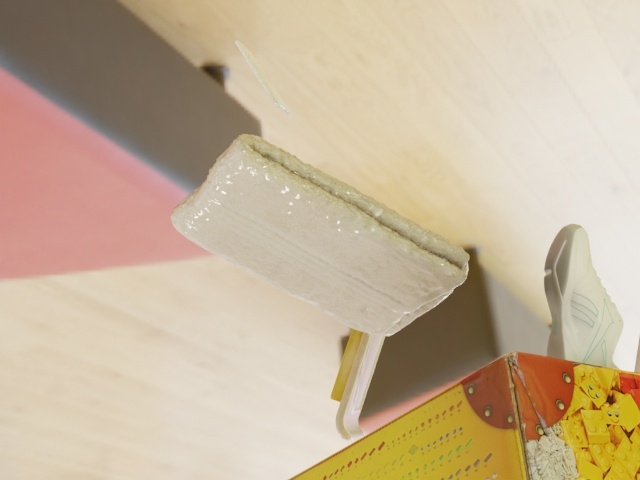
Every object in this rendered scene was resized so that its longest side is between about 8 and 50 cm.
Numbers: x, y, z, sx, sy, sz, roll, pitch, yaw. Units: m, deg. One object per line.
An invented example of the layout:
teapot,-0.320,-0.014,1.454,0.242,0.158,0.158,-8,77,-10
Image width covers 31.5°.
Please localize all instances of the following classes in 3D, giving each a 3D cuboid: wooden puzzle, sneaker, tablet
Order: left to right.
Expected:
tablet,-0.059,-0.168,1.173,0.006,0.083,0.054,-34,164,9
wooden puzzle,0.058,0.149,1.542,0.044,0.238,0.221,13,173,8
sneaker,0.234,0.058,1.007,0.061,0.152,0.054,-5,-168,-8

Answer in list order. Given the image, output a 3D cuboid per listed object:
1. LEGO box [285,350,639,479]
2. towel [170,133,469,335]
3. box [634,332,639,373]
LEGO box,0.166,0.299,1.028,0.372,0.193,0.500,12,147,-31
towel,0.000,0.000,1.178,0.282,0.049,0.187,29,144,-14
box,0.346,0.082,1.107,0.038,0.145,0.186,15,144,8
